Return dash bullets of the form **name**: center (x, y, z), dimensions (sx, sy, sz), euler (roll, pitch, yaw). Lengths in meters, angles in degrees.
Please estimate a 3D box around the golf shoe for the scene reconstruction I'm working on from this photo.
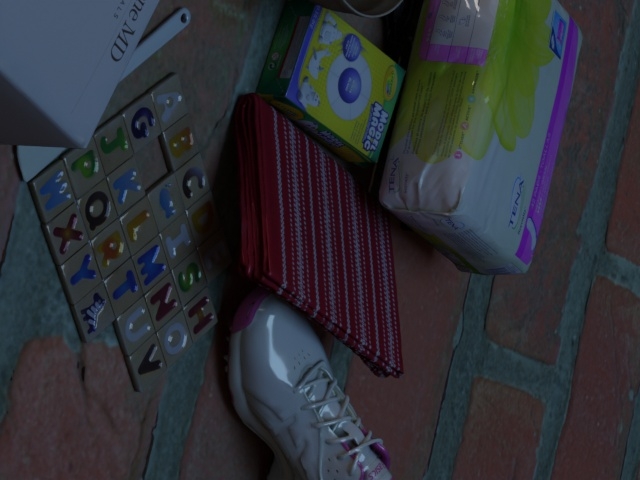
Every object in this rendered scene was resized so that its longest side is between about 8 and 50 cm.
- **golf shoe**: center (0.005, 0.178, 1.787), dimensions (0.115, 0.140, 0.306), euler (-43, 128, -40)

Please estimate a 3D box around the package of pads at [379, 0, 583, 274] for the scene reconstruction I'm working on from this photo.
- **package of pads**: center (0.168, -0.133, 1.937), dimensions (0.229, 0.101, 0.296), euler (34, 66, -59)

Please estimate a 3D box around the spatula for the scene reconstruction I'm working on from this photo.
- **spatula**: center (-0.192, -0.181, 1.546), dimensions (0.242, 0.019, 0.168), euler (-48, 131, -39)

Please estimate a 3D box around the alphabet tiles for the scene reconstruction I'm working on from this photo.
- **alphabet tiles**: center (-0.154, 0.003, 1.642), dimensions (0.198, 0.009, 0.237), euler (-44, 129, -42)

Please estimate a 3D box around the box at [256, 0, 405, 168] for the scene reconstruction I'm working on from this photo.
- **box**: center (0.018, -0.146, 1.819), dimensions (0.179, 0.043, 0.105), euler (33, 70, -49)

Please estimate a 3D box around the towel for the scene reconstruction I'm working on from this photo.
- **towel**: center (0.000, 0.000, 1.788), dimensions (0.275, 0.031, 0.198), euler (39, 40, -51)

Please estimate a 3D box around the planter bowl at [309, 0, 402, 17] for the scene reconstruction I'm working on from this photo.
- **planter bowl**: center (0.007, -0.286, 1.727), dimensions (0.162, 0.109, 0.162), euler (-14, 107, -54)

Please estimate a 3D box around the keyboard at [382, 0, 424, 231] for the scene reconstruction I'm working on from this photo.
- **keyboard**: center (0.119, -0.166, 1.977), dimensions (0.201, 0.033, 0.317), euler (-2, 97, -54)

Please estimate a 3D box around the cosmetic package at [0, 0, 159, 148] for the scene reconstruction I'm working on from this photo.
- **cosmetic package**: center (-0.277, -0.239, 1.287), dimensions (0.365, 0.155, 0.197), euler (44, 61, -44)
